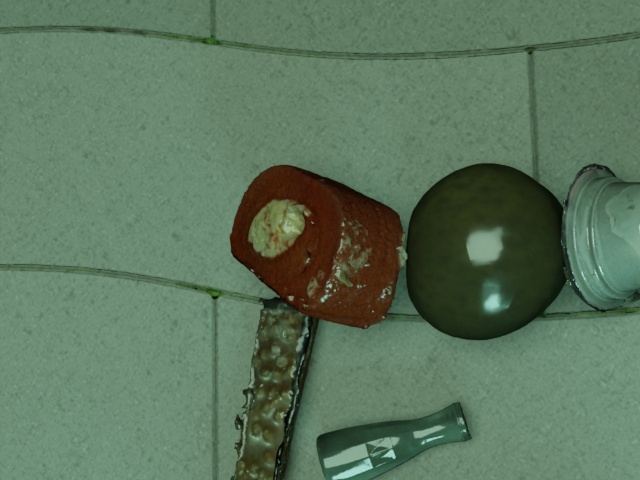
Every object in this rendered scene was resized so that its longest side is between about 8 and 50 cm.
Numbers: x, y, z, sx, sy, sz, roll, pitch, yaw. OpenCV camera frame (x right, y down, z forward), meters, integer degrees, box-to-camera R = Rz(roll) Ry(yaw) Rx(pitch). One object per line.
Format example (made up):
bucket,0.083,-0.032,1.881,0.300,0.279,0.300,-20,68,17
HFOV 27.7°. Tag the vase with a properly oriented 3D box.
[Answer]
vase,0.107,0.289,1.859,0.214,0.086,0.086,-19,77,7

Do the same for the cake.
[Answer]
cake,0.000,0.000,1.841,0.283,0.151,0.177,38,106,51

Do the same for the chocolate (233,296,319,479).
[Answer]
chocolate,-0.067,0.246,1.923,0.102,0.065,0.329,7,82,31

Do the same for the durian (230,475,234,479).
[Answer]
durian,-0.075,0.521,1.842,0.106,0.132,0.375,-25,91,9

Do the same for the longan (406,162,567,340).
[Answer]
longan,0.224,0.017,1.799,0.248,0.248,0.248,-2,81,15

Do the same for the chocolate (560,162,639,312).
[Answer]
chocolate,0.428,0.001,1.731,0.147,0.221,0.221,4,82,40
